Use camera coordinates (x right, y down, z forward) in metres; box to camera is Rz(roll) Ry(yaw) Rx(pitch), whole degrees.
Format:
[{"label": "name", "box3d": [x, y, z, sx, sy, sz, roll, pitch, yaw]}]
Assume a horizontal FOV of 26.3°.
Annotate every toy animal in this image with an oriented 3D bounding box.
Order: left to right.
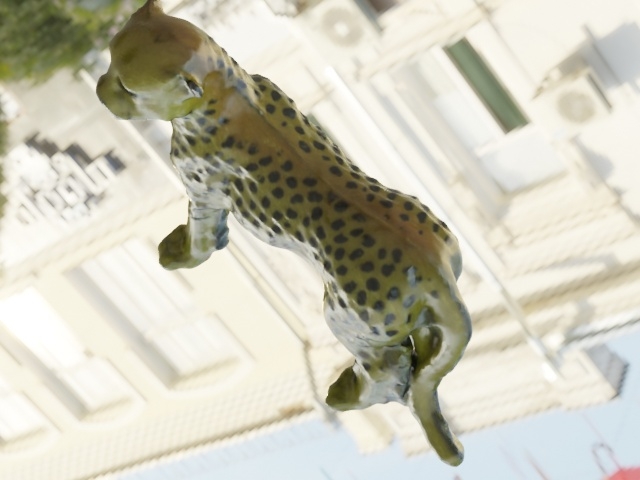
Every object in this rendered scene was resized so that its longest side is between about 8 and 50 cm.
[{"label": "toy animal", "box3d": [0.000, 0.000, 0.514, 0.073, 0.181, 0.136, -41, 164, -20]}]
